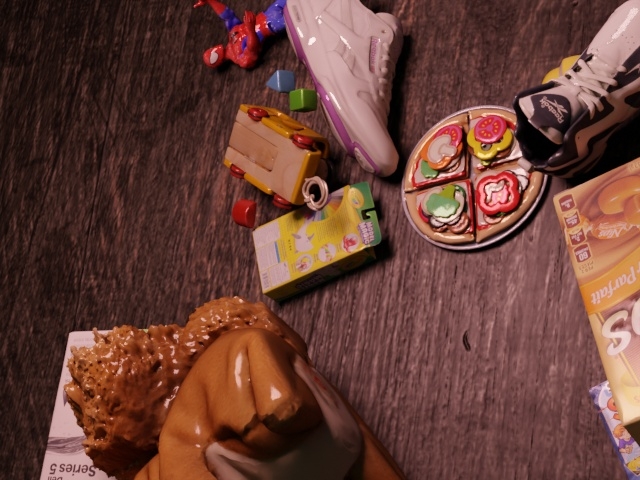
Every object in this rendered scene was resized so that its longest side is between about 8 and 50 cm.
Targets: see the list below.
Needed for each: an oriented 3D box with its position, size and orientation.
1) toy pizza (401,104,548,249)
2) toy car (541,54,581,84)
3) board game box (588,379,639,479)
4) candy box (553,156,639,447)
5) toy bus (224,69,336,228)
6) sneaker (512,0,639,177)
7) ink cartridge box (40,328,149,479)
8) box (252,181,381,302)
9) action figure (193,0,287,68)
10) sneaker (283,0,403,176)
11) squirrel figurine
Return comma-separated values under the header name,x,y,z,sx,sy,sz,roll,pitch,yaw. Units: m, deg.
name,x,y,z,sx,sy,sz,roll,pitch,yaw
toy pizza,0.190,-0.085,1.523,0.201,0.032,0.201,-13,63,26
toy car,0.399,-0.201,1.435,0.239,0.053,0.225,-43,53,8
board game box,0.404,0.176,1.273,0.201,0.035,0.136,-30,56,16
candy box,0.378,0.051,1.278,0.183,0.087,0.316,-26,45,20
toy bus,-0.037,-0.110,1.624,0.191,0.104,0.202,-26,71,43
sneaker,0.297,-0.167,1.366,0.094,0.153,0.235,47,125,21
ink cartridge box,-0.248,0.262,1.580,0.198,0.115,0.273,-5,67,29
box,0.000,0.000,1.595,0.179,0.043,0.105,-25,57,22
action figure,-0.074,-0.346,1.742,0.280,0.139,0.091,-32,55,19
sneaker,0.058,-0.230,1.619,0.152,0.114,0.305,-21,67,-2
squirrel figurine,-0.152,0.262,1.373,0.370,0.281,0.397,-41,43,5
